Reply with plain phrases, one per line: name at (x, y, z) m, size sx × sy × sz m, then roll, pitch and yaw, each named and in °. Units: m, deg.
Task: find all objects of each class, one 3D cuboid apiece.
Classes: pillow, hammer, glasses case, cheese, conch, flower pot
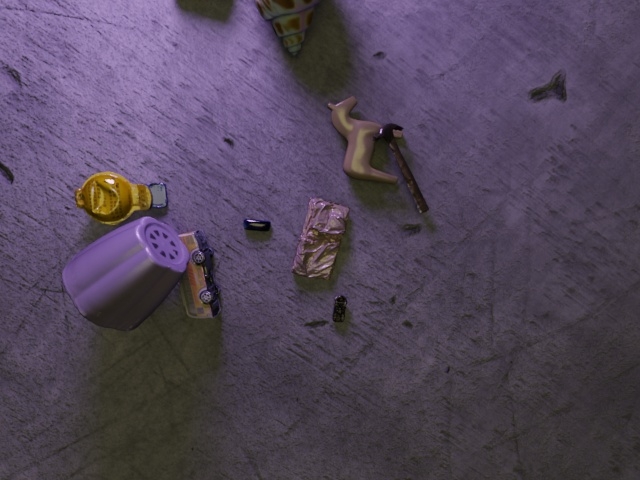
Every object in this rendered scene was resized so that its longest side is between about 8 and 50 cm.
pillow at (0.000, 0.000, 1.310) m, size 0.135 × 0.049 × 0.249 m, roll 14°, pitch 101°, yaw -10°
hammer at (0.250, -0.205, 1.262) m, size 0.125 × 0.027 × 0.297 m, roll -41°, pitch 112°, yaw -29°
glasses case at (-0.194, -0.046, 1.303) m, size 0.083 × 0.023 × 0.034 m, roll 5°, pitch 96°, yaw -3°
cheese at (-0.579, -0.124, 1.250) m, size 0.250 × 0.064 × 0.157 m, roll -3°, pitch 101°, yaw -12°
conch at (-0.094, -0.698, 1.117) m, size 0.249 × 0.197 × 0.368 m, roll 22°, pitch 105°, yaw 32°
flower pot at (-0.509, 0.071, 1.164) m, size 0.243 × 0.265 × 0.265 m, roll -38°, pitch 100°, yaw 15°

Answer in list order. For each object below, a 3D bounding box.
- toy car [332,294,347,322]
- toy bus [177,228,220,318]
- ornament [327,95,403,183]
toy car at (0.061, 0.216, 1.360) m, size 0.041 × 0.025 × 0.093 m, roll 7°, pitch 102°, yaw -6°
toy bus at (-0.372, 0.104, 1.288) m, size 0.106 × 0.092 × 0.268 m, roll -8°, pitch 100°, yaw 7°
ornament at (0.125, -0.296, 1.259) m, size 0.244 × 0.061 × 0.231 m, roll 9°, pitch 98°, yaw -9°
